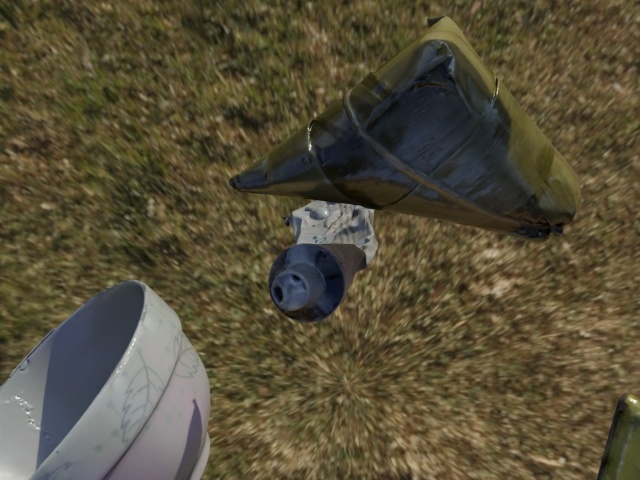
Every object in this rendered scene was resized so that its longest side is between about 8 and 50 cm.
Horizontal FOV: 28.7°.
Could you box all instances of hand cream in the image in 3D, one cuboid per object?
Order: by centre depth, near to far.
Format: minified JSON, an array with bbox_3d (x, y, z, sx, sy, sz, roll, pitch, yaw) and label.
[{"bbox_3d":[0.002,0.003,0.882,0.084,0.257,0.050,-30,100,12],"label":"hand cream"}]

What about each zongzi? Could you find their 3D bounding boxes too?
[{"bbox_3d":[0.059,-0.032,0.795,0.176,0.078,0.160,-37,110,20],"label":"zongzi"}]

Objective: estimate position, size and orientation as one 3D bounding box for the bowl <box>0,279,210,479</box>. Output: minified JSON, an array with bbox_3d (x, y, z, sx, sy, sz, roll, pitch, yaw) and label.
[{"bbox_3d":[-0.202,0.186,1.109,0.144,0.287,0.287,44,86,-21],"label":"bowl"}]

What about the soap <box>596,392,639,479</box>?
[{"bbox_3d":[0.193,0.203,0.656,0.135,0.076,0.233,14,95,-33],"label":"soap"}]
